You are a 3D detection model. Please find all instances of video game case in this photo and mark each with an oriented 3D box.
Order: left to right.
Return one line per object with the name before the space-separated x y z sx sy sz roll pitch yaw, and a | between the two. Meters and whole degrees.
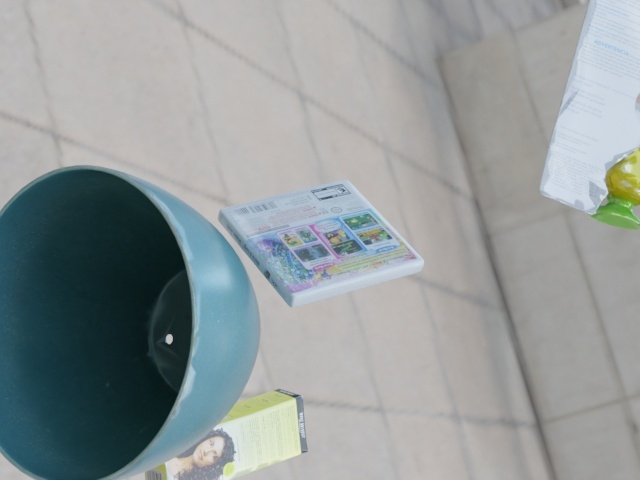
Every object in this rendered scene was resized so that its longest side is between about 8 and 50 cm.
video game case | 0.000 0.000 1.497 0.143 0.157 0.019 49 -41 37

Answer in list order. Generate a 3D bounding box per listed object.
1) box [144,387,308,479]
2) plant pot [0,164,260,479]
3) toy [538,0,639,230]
box | -0.125 0.272 2.024 0.232 0.058 0.087 -16 107 -37
plant pot | -0.169 0.085 1.434 0.195 0.290 0.290 9 62 -54
toy | 0.230 -0.121 1.068 0.137 0.056 0.237 20 78 -20
